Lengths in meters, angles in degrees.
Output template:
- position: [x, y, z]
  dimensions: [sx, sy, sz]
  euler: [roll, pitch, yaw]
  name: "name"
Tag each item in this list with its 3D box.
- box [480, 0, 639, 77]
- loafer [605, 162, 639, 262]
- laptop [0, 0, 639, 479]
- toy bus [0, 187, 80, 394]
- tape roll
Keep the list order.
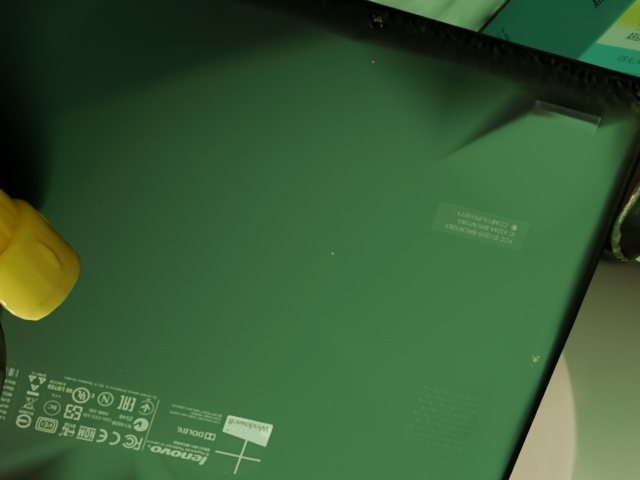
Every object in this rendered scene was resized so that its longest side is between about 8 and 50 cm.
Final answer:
- position: [0.182, -0.141, 1.000]
  dimensions: [0.100, 0.060, 0.244]
  euler: [1, 142, -44]
  name: "box"
- position: [0.320, -0.081, 1.156]
  dimensions: [0.366, 0.130, 0.134]
  euler: [-29, 153, 4]
  name: "loafer"
- position: [-0.113, 0.029, 0.899]
  dimensions: [0.382, 0.236, 0.408]
  euler: [14, 111, -16]
  name: "laptop"
- position: [-0.227, 0.012, 0.657]
  dimensions: [0.220, 0.211, 0.149]
  euler: [-40, -165, -1]
  name: "toy bus"
- position: [0.112, 0.117, 1.192]
  dimensions: [0.169, 0.246, 0.246]
  euler: [5, 139, -46]
  name: "tape roll"
